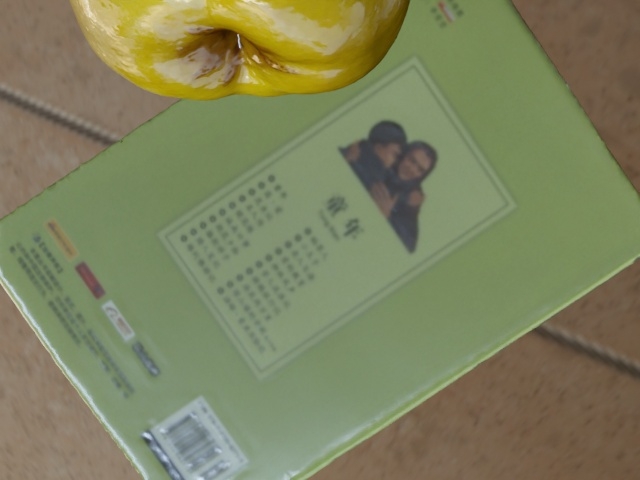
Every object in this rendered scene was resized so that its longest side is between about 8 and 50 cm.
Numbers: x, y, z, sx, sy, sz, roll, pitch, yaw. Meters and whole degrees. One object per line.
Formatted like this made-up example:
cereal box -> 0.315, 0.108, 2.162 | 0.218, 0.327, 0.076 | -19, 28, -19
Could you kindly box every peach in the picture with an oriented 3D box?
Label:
peach -> -0.042, -0.132, 0.848 | 0.179, 0.179, 0.103 | 3, 75, -2

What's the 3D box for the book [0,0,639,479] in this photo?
book -> 0.000, 0.000, 1.036 | 0.352, 0.035, 0.239 | -34, 95, 4
